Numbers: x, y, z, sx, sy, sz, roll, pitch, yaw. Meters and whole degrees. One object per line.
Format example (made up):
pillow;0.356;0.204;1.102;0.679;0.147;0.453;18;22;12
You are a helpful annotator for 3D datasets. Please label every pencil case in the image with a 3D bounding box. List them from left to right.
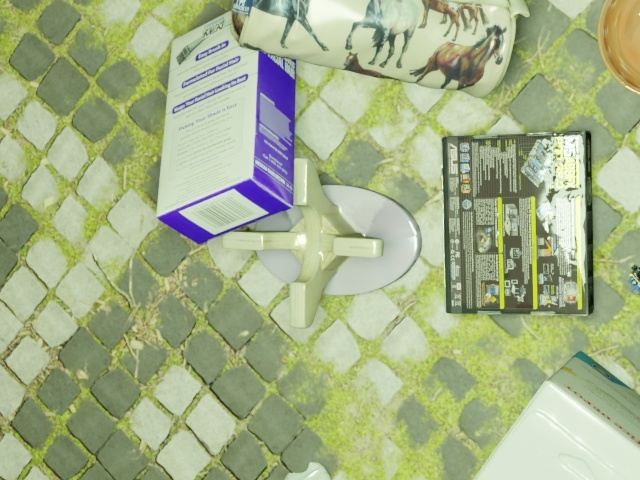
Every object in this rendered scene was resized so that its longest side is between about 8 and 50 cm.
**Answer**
pencil case;0.078;-0.323;1.701;0.410;0.183;0.160;11;58;-6

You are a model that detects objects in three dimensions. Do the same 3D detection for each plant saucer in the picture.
plant saucer;0.495;-0.297;1.681;0.200;0.037;0.200;1;93;22

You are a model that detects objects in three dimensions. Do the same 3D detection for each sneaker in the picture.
sneaker;-0.045;0.413;1.926;0.152;0.053;0.061;-34;66;16

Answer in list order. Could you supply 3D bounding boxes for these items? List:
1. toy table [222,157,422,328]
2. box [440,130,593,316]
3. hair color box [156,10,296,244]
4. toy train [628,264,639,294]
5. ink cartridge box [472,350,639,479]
toy table;0.000;0.000;1.823;0.274;0.161;0.252;-10;89;22
box;0.292;-0.024;1.763;0.216;0.060;0.270;-1;93;20
hair color box;-0.137;-0.182;1.796;0.185;0.110;0.339;-20;55;31
toy train;0.496;0.102;1.710;0.036;0.027;0.158;-43;78;29
ink cartridge box;0.360;0.303;1.642;0.198;0.270;0.197;38;105;15
